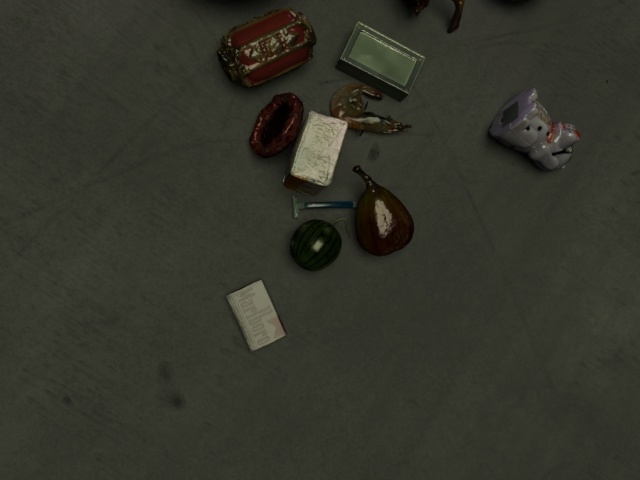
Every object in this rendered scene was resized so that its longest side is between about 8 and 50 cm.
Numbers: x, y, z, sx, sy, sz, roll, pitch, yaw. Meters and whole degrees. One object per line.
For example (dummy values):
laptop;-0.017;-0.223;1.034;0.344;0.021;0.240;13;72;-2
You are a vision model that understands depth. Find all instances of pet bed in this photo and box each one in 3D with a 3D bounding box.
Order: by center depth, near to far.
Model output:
pet bed;-0.120;-0.320;1.751;0.053;0.201;0.201;27;82;-38

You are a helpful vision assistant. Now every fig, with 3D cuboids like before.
fig;0.157;-0.092;1.797;0.170;0.145;0.274;-28;107;-11

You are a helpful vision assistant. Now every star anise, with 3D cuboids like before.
star anise;0.304;-0.752;1.854;0.148;0.237;0.346;-35;117;17

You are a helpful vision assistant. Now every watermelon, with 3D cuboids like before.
watermelon;0.000;0.000;1.780;0.141;0.141;0.187;43;71;-6

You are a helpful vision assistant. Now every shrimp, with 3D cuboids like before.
shrimp;0.153;-0.386;1.866;0.251;0.052;0.143;15;82;-8

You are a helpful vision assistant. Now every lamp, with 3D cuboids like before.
lamp;-0.149;-0.538;1.760;0.274;0.177;0.177;-27;92;-12

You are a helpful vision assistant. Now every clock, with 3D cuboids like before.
clock;0.662;-0.308;1.903;0.254;0.189;0.189;36;82;-13

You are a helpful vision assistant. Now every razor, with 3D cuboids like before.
razor;0.016;-0.102;1.835;0.191;0.037;0.068;-2;87;-10

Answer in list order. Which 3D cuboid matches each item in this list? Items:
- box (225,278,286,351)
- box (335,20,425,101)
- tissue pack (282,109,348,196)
box;-0.182;0.211;1.786;0.115;0.036;0.177;-24;91;-10
box;0.175;-0.526;1.859;0.225;0.086;0.129;25;83;-7
tissue pack;-0.019;-0.231;1.740;0.124;0.225;0.184;16;84;-8
